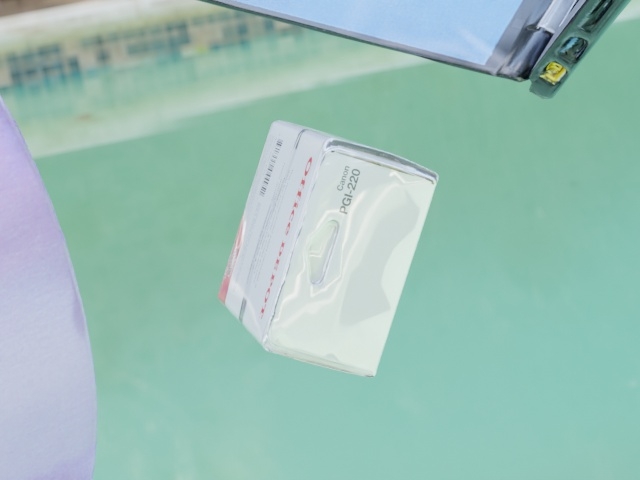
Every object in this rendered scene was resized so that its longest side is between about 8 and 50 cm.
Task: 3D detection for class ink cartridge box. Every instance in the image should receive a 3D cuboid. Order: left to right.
[{"bbox_3d":[0.000,0.000,1.313,0.092,0.159,0.218,17,4,-12],"label":"ink cartridge box"}]

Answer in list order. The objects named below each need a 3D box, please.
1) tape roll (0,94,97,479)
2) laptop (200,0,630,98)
[{"bbox_3d":[-0.200,0.018,0.614,0.274,0.275,0.090,3,22,46],"label":"tape roll"},{"bbox_3d":[0.105,-0.285,0.750,0.382,0.236,0.408,-59,0,-19],"label":"laptop"}]
